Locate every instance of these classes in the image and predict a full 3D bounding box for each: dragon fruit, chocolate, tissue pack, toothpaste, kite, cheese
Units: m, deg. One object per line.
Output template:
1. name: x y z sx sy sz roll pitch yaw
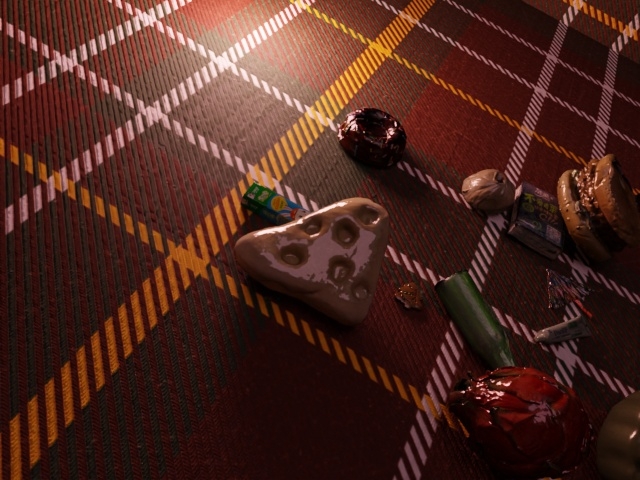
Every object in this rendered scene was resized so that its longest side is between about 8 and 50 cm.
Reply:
1. dragon fruit: 0.421 0.389 1.185 0.299 0.244 0.244 14 46 12
2. chocolate: 0.405 0.219 1.411 0.110 0.110 0.291 -11 60 -29
3. tissue pack: 0.697 -0.069 1.781 0.174 0.073 0.235 28 47 -2
4. toothpaste: -0.079 -0.062 1.472 0.267 0.050 0.065 29 50 3
5. kite: 0.747 0.153 1.661 0.232 0.009 0.189 -16 60 -32
6. toothpaste: 0.667 0.252 1.530 0.218 0.041 0.064 -6 67 -30
7. cheese: 0.000 0.000 1.360 0.351 0.129 0.328 27 66 -1

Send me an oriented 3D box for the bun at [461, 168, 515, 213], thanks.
1. bun: 0.544 -0.166 1.770 0.167 0.113 0.173 38 46 10

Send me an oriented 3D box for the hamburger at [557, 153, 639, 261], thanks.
1. hamburger: 0.890 -0.117 1.761 0.277 0.195 0.318 46 46 -16

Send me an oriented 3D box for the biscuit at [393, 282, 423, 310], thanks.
1. biscuit: 0.237 0.144 1.456 0.082 0.016 0.092 28 49 2

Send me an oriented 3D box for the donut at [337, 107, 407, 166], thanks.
1. donut: 0.173 -0.340 1.782 0.235 0.089 0.235 10 49 -12

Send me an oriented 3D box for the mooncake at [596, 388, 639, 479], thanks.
1. mooncake: 0.804 0.484 1.216 0.352 0.187 0.350 0 80 1
